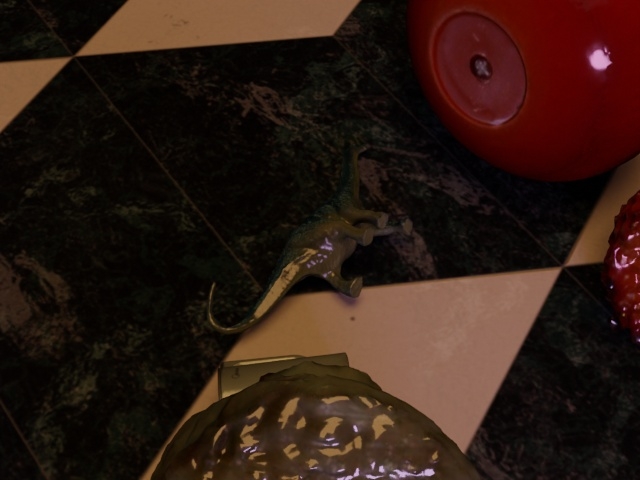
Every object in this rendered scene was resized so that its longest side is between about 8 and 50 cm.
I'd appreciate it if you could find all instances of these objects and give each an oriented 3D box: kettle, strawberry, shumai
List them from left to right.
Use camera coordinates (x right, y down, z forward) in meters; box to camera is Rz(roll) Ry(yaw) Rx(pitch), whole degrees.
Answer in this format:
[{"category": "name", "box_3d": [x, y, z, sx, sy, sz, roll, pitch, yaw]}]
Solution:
[{"category": "kettle", "box_3d": [-0.040, 0.168, 1.361, 0.148, 0.098, 0.127, -4, 58, -1]}, {"category": "shumai", "box_3d": [-0.013, 0.279, 1.155, 0.324, 0.397, 0.323, 12, 14, -2]}, {"category": "strawberry", "box_3d": [0.441, 0.014, 1.475, 0.234, 0.234, 0.178, 6, 24, 3]}]

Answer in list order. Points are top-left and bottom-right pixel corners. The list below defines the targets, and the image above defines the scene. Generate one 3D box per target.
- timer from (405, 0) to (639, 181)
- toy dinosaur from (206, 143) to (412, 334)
[{"category": "timer", "box_3d": [0.282, -0.258, 1.519, 0.279, 0.378, 0.378, -29, 59, -32]}, {"category": "toy dinosaur", "box_3d": [0.011, -0.001, 1.508, 0.147, 0.076, 0.363, 13, 49, 32]}]
